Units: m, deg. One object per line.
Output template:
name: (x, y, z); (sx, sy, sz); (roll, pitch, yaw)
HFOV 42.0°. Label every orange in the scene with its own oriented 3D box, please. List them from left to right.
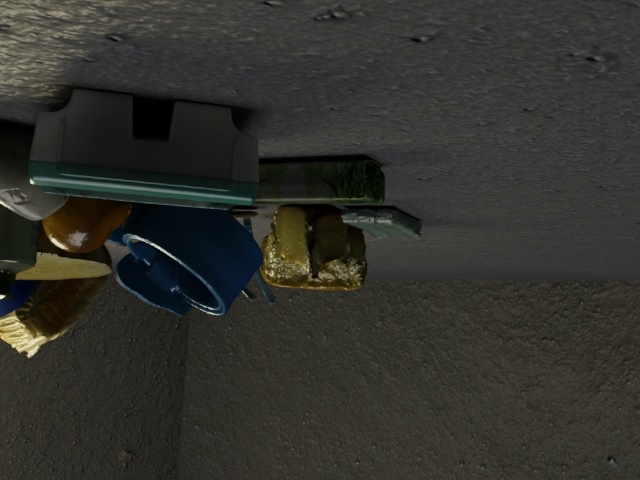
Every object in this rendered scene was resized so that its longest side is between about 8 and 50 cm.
orange: (-0.400, -0.055, 1.414); (0.156, 0.134, 0.156); (-40, 177, -2)

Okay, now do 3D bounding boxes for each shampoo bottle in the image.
shampoo bottle: (-0.465, -0.028, 1.252); (0.087, 0.234, 0.118); (7, 172, -25)

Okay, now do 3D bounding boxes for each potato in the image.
potato: (-0.555, 0.006, 1.617); (0.299, 0.115, 0.239); (-2, 171, -3)

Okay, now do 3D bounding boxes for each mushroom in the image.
mushroom: (-0.440, -0.115, 1.119); (0.093, 0.116, 0.225); (-19, 143, 31)

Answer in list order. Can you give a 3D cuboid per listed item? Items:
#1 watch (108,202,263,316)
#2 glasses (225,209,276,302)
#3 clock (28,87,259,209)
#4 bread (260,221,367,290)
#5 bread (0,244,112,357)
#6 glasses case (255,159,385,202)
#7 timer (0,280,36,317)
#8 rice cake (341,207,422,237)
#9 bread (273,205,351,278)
watch: (-0.264, -0.007, 1.559); (0.305, 0.241, 0.274); (43, 158, -23)
glasses: (-0.158, 0.025, 1.827); (0.088, 0.220, 0.190); (-35, -168, -25)
clock: (-0.220, -0.107, 1.051); (0.262, 0.116, 0.231); (6, 178, -14)
bread: (-0.014, 0.029, 1.865); (0.246, 0.121, 0.174); (0, -145, -6)
bread: (-0.755, 0.123, 2.313); (0.183, 0.236, 0.388); (-9, -150, 33)
glasses case: (-0.043, -0.089, 1.285); (0.272, 0.062, 0.095); (1, 179, 23)
timer: (-0.847, 0.021, 1.994); (0.270, 0.270, 0.383); (4, 160, -5)
rice cake: (0.131, -0.037, 1.744); (0.124, 0.038, 0.211); (1, 172, 19)
bread: (0.000, 0.000, 1.690); (0.169, 0.140, 0.160); (1, -175, -14)
